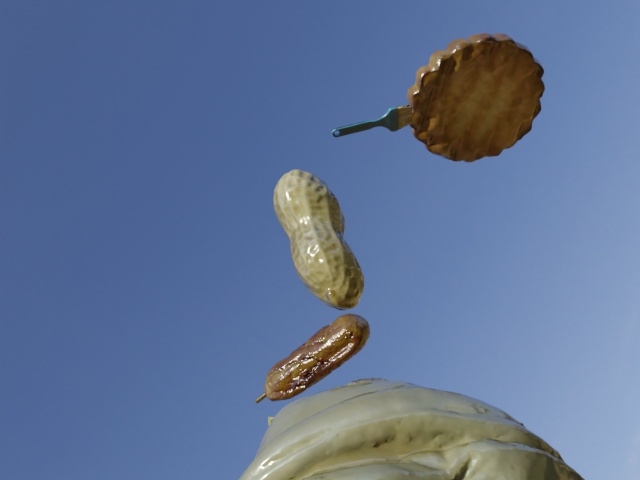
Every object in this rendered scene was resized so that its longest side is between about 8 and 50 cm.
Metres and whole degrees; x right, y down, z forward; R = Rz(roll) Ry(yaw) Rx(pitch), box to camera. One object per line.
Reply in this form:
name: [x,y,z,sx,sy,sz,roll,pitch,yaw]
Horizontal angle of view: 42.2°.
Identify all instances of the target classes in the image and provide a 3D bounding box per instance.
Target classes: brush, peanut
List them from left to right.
peanut: [0.000,0.000,1.563,0.136,0.299,0.120,2,-35,-36]
brush: [0.100,-0.224,1.595,0.164,0.014,0.051,-14,-52,-9]

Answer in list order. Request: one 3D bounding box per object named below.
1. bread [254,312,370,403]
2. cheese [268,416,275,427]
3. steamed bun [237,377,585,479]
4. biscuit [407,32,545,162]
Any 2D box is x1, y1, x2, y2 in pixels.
bread: [-0.030,0.285,1.940,0.344,0.124,0.084,-37,-79,17]
cheese: [-0.068,0.375,1.598,0.060,0.084,0.041,-14,-21,-11]
steamed bun: [0.069,0.244,0.587,0.324,0.309,0.219,-60,-9,-31]
biscuit: [0.351,-0.331,1.902,0.325,0.107,0.326,-5,-50,-6]
